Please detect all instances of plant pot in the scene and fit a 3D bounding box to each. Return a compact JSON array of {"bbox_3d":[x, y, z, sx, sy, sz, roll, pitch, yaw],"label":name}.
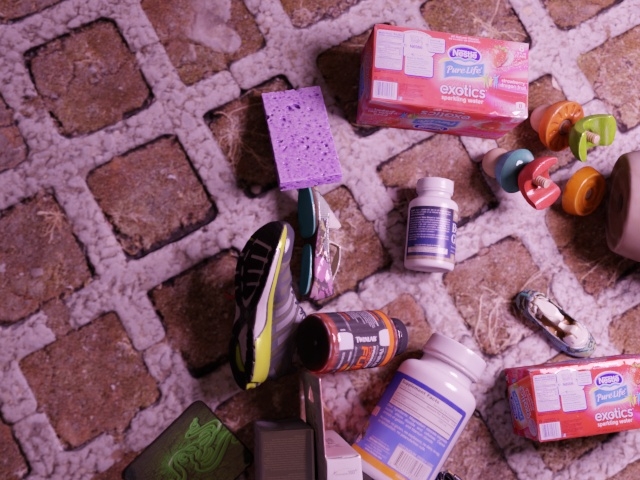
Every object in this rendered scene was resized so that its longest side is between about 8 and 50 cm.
[{"bbox_3d":[0.697,-0.056,1.300,0.280,0.323,0.323,4,81,9],"label":"plant pot"}]

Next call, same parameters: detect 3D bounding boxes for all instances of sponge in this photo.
[{"bbox_3d":[-0.037,-0.193,1.299,0.117,0.031,0.210,-8,62,-9],"label":"sponge"}]

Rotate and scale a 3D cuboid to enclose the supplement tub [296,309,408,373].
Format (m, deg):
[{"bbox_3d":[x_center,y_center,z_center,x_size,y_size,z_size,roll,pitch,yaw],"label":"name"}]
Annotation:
[{"bbox_3d":[0.063,0.175,1.231,0.197,0.106,0.106,1,80,-38],"label":"supplement tub"}]

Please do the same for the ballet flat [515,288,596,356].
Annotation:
[{"bbox_3d":[0.458,0.162,1.335,0.188,0.070,0.070,34,79,-2],"label":"ballet flat"}]

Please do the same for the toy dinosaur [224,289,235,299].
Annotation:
[{"bbox_3d":[-0.137,0.073,1.267,0.047,0.090,0.082,36,46,14],"label":"toy dinosaur"}]

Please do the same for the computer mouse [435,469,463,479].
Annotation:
[{"bbox_3d":[0.206,0.514,1.260,0.106,0.042,0.193,44,79,-1],"label":"computer mouse"}]

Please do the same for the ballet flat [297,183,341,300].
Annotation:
[{"bbox_3d":[0.000,0.000,1.298,0.079,0.077,0.222,1,86,-26],"label":"ballet flat"}]

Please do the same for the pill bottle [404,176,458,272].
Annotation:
[{"bbox_3d":[0.210,-0.029,1.313,0.094,0.094,0.170,7,81,-7],"label":"pill bottle"}]

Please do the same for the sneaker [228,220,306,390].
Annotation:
[{"bbox_3d":[-0.082,0.111,1.232,0.121,0.111,0.300,1,104,-38],"label":"sneaker"}]

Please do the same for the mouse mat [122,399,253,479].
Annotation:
[{"bbox_3d":[-0.233,0.400,1.235,0.189,0.007,0.152,-44,89,-12],"label":"mouse mat"}]

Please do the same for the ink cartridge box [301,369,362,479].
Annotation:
[{"bbox_3d":[0.016,0.336,1.141,0.060,0.275,0.239,-2,83,-7],"label":"ink cartridge box"}]

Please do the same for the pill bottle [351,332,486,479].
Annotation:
[{"bbox_3d":[0.177,0.306,1.231,0.152,0.152,0.272,33,78,-2],"label":"pill bottle"}]

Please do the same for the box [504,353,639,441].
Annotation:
[{"bbox_3d":[0.488,0.286,1.290,0.256,0.122,0.128,-5,83,-9],"label":"box"}]

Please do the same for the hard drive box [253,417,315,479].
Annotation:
[{"bbox_3d":[-0.062,0.424,1.167,0.089,0.181,0.232,0,83,-8],"label":"hard drive box"}]

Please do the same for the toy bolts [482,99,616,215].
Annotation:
[{"bbox_3d":[0.434,-0.146,1.368,0.228,0.158,0.218,-28,127,-20],"label":"toy bolts"}]

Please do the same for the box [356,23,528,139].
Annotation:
[{"bbox_3d":[0.228,-0.298,1.330,0.299,0.142,0.154,4,81,-7],"label":"box"}]
